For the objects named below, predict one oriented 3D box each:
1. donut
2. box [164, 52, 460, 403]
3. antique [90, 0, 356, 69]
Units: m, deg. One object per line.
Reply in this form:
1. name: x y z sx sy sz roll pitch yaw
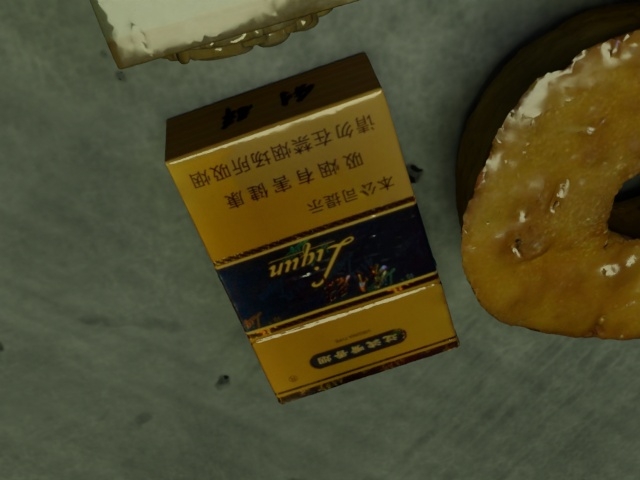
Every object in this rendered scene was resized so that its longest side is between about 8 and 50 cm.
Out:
1. donut: 0.222 -0.048 0.643 0.277 0.108 0.277 -4 125 -6
2. box: 0.000 0.000 0.668 0.152 0.070 0.237 -18 123 3
3. antique: -0.058 -0.182 0.482 0.146 0.152 0.148 -17 122 1
